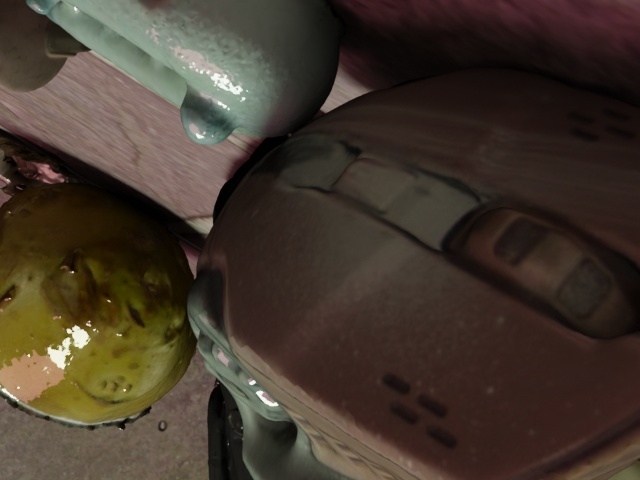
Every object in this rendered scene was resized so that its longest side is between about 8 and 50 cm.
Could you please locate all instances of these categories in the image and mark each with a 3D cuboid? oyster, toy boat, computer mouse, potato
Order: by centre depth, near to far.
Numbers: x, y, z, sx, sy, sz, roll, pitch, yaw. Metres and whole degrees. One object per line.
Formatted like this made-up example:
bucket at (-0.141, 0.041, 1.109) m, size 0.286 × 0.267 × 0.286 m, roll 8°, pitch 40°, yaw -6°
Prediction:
computer mouse at (0.047, 0.013, 0.630) m, size 0.115 × 0.199 × 0.389 m, roll 46°, pitch 164°, yaw -22°
toy boat at (-0.084, -0.100, 0.752) m, size 0.207 × 0.079 × 0.134 m, roll 27°, pitch 168°, yaw 29°
potato at (-0.212, 0.045, 1.690) m, size 0.246 × 0.196 × 0.299 m, roll 50°, pitch -158°, yaw 2°
oyster at (-0.337, -0.096, 1.755) m, size 0.199 × 0.061 × 0.106 m, roll 24°, pitch 156°, yaw 13°

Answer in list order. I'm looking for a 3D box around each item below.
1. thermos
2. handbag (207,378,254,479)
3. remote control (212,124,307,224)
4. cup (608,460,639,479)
thermos at (-0.214, -0.132, 0.975) m, size 0.193 × 0.105 × 0.137 m, roll 14°, pitch -171°, yaw 39°
handbag at (-0.032, 0.196, 1.598) m, size 0.088 × 0.244 × 0.275 m, roll -5°, pitch 179°, yaw 21°
remote control at (0.000, 0.000, 1.091) m, size 0.144 × 0.062 × 0.399 m, roll 30°, pitch 171°, yaw -4°
cup at (0.290, 0.328, 1.543) m, size 0.255 × 0.202 × 0.173 m, roll 33°, pitch 171°, yaw -24°
